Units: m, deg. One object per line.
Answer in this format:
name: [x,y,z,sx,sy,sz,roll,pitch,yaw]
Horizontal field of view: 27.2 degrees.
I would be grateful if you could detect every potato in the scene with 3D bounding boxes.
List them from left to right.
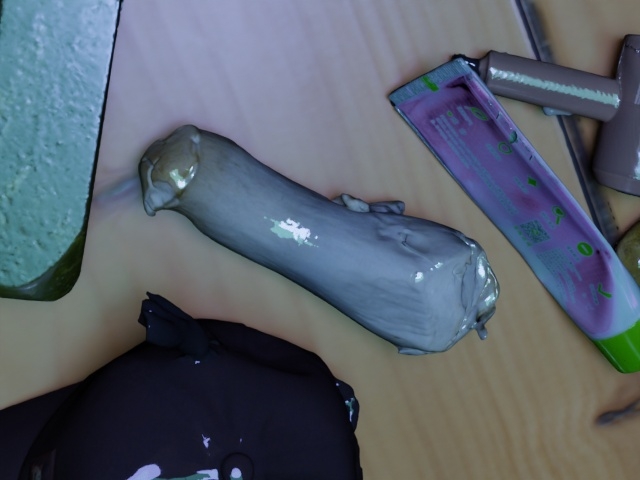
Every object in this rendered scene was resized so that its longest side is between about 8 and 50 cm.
potato: [0.259,0.003,1.002,0.083,0.040,0.051,-43,101,0]

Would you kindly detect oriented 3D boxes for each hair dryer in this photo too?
hair dryer: [0.183,-0.105,0.969,0.182,0.064,0.117,13,99,-3]

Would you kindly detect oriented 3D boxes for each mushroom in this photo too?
mushroom: [0.001,0.000,0.937,0.278,0.096,0.099,25,93,-8]

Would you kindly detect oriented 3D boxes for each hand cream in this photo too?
hand cream: [0.157,-0.015,0.969,0.079,0.050,0.275,-33,105,28]

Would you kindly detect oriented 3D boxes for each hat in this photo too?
hat: [-0.119,0.167,0.865,0.336,0.209,0.238,-14,78,-9]

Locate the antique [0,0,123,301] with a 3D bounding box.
antique: [-0.188,-0.067,0.903,0.080,0.081,0.220,8,99,-8]
